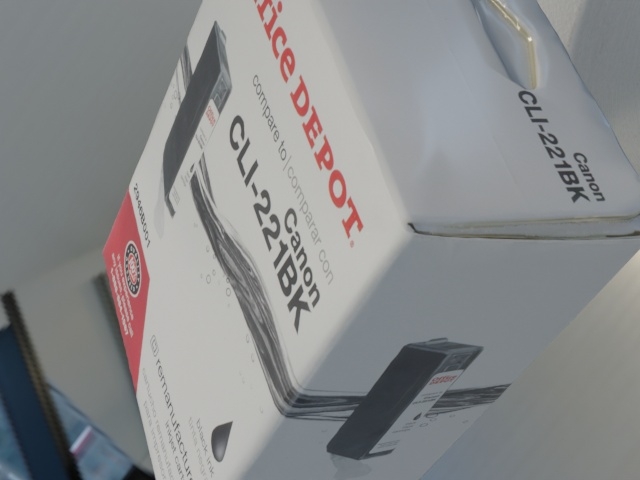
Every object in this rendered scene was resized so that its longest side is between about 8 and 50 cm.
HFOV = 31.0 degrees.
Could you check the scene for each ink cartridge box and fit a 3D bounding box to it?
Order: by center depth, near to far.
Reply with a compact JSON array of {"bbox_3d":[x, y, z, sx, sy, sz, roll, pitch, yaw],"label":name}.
[{"bbox_3d":[0.000,0.000,0.538,0.273,0.114,0.197,-58,42,44],"label":"ink cartridge box"}]

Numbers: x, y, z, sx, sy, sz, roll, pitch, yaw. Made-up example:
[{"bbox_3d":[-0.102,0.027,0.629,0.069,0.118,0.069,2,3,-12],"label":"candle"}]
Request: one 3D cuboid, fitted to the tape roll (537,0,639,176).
[{"bbox_3d":[0.281,-0.178,0.783,0.392,0.072,0.392,-23,-46,-26],"label":"tape roll"}]
